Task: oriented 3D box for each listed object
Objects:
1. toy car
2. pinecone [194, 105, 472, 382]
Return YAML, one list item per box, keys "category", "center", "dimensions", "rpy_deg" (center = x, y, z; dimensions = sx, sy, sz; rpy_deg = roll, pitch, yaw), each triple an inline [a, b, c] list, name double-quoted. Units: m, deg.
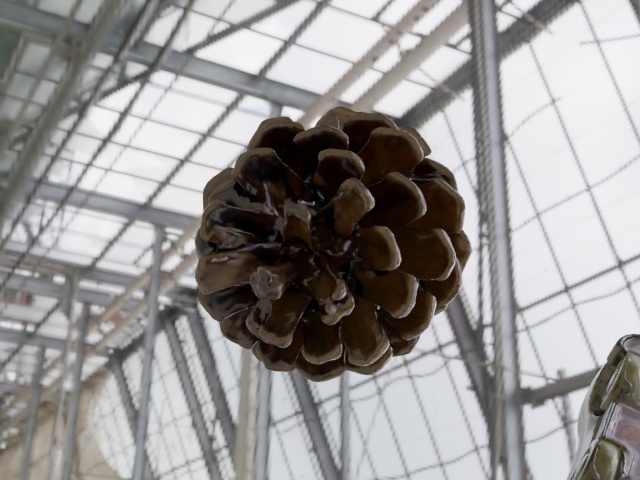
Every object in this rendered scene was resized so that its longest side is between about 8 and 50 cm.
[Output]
- category: "toy car"
  center: [0.402, 0.305, 1.184]
  dimensions: [0.336, 0.242, 0.226]
  rpy_deg: [-51, 161, -48]
- category: "pinecone"
  center: [0.000, 0.000, 1.225]
  dimensions: [0.384, 0.384, 0.384]
  rpy_deg: [-38, -135, 53]
